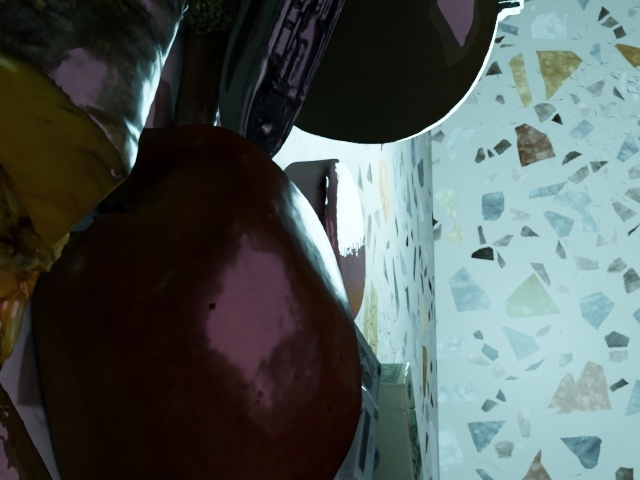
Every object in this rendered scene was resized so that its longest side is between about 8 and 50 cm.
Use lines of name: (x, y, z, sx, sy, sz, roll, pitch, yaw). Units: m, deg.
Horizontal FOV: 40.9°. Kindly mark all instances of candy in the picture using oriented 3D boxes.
candy: (0.000, 0.000, 1.222, 0.255, 0.094, 0.255, -4, 90, -76)

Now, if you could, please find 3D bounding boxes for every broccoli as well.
broccoli: (-0.114, -0.267, 0.854, 0.095, 0.092, 0.097, 104, -24, -67)

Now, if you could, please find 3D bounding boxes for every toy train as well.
toy train: (-0.026, -0.272, 0.897, 0.086, 0.088, 0.407, 26, 84, -53)

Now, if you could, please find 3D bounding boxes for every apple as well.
apple: (-0.105, 0.088, 0.752, 0.329, 0.295, 0.365, 46, -22, 46)

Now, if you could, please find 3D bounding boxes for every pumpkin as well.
pumpkin: (-0.150, -0.048, 0.458, 0.280, 0.190, 0.139, 72, 19, -46)

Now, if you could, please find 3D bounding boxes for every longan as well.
longan: (0.055, -0.296, 1.101, 0.361, 0.360, 0.361, -4, 90, -76)

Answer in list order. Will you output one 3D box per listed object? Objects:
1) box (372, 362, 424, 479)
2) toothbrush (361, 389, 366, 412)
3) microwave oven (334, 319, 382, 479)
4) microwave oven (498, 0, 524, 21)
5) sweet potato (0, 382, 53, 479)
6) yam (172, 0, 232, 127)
box: (0.057, 0.303, 1.229, 0.069, 0.164, 0.257, -54, 138, -65)
toothbrush: (-0.033, 0.014, 0.947, 0.386, 0.040, 0.040, 66, 6, 24)
microwave oven: (-0.022, 0.204, 0.954, 0.122, 0.162, 0.208, 58, 32, -47)
microwave oven: (0.144, -0.439, 1.380, 0.286, 0.354, 0.219, -38, 123, -74)
sweet potato: (-0.169, 0.182, 0.522, 0.108, 0.079, 0.346, -61, 144, -34)
yam: (-0.122, -0.186, 0.897, 0.046, 0.046, 0.264, 61, 31, -59)
